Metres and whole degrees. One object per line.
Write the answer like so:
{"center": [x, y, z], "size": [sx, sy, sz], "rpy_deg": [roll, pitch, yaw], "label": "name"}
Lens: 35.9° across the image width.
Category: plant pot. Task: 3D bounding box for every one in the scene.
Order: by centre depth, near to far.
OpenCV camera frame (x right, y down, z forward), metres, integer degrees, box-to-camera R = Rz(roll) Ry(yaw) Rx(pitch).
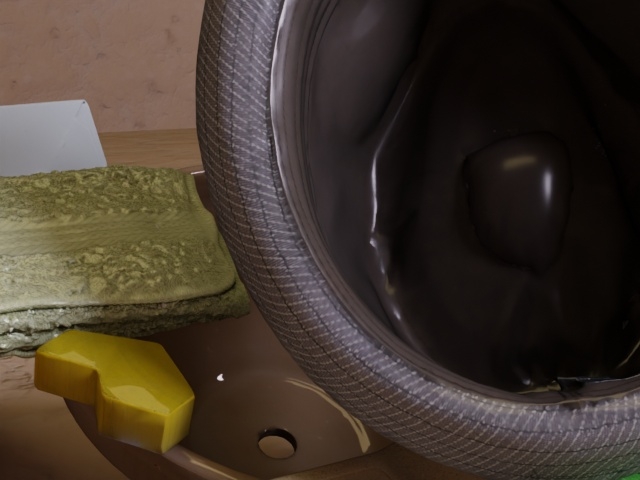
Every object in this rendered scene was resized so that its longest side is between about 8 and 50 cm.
{"center": [-0.014, 0.069, 0.486], "size": [0.237, 0.110, 0.237], "rpy_deg": [10, 34, -7], "label": "plant pot"}

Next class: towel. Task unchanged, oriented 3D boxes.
{"center": [-0.112, 0.004, 0.424], "size": [0.148, 0.027, 0.110], "rpy_deg": [-7, 39, -26], "label": "towel"}

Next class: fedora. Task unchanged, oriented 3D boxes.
{"center": [0.080, -0.044, 0.394], "size": [0.243, 0.275, 0.124], "rpy_deg": [-13, -15, 3], "label": "fedora"}

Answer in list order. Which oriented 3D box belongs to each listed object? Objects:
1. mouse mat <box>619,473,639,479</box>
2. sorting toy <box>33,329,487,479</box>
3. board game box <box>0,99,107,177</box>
{"center": [0.161, 0.094, 0.300], "size": [0.152, 0.007, 0.189], "rpy_deg": [-14, 19, -40], "label": "mouse mat"}
{"center": [-0.020, 0.124, 0.288], "size": [0.229, 0.041, 0.307], "rpy_deg": [-10, 35, -34], "label": "sorting toy"}
{"center": [-0.284, 0.030, 0.548], "size": [0.303, 0.097, 0.224], "rpy_deg": [-24, -8, 43], "label": "board game box"}
